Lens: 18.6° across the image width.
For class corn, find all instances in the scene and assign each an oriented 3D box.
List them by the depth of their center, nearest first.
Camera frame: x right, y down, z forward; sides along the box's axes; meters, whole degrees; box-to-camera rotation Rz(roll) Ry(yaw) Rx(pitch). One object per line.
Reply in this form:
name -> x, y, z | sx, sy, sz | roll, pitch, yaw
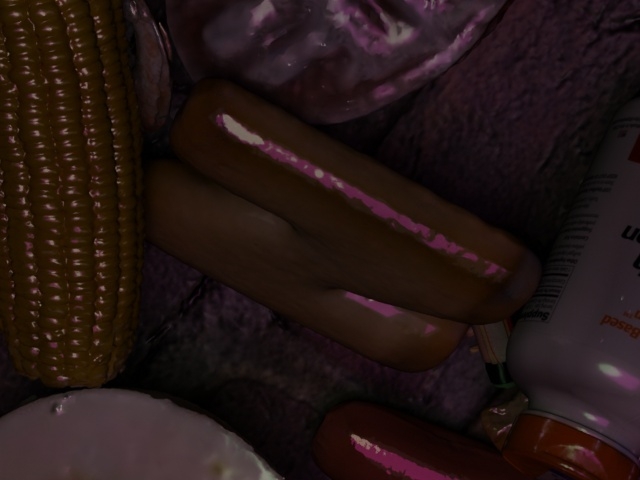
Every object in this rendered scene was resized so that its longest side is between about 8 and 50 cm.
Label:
corn -> -0.193, -0.058, 1.414 | 0.131, 0.131, 0.344 | -3, 115, 0

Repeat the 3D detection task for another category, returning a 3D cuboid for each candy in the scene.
candy -> 0.029, -0.208, 1.408 | 0.289, 0.157, 0.214 | -32, 92, 16

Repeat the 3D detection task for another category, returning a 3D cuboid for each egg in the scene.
egg -> -0.144, 0.261, 1.539 | 0.337, 0.201, 0.337 | 0, 92, 9

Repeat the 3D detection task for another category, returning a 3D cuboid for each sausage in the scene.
sausage -> 0.086, 0.186, 1.585 | 0.194, 0.077, 0.077 | 20, 107, -7

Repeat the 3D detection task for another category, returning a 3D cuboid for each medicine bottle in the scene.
medicine bottle -> 0.235, 0.049, 1.438 | 0.157, 0.157, 0.288 | 29, 76, -10

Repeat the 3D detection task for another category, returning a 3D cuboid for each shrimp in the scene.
shrimp -> -0.165, -0.182, 1.442 | 0.047, 0.126, 0.223 | -31, 105, -33

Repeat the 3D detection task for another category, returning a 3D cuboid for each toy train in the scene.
toy train -> 0.151, 0.059, 1.556 | 0.087, 0.050, 0.138 | -17, 109, 10

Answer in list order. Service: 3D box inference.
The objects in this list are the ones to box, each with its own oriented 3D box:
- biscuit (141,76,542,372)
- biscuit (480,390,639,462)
biscuit -> 0.000, 0.000, 1.458 | 0.291, 0.237, 0.062 | 30, 62, -10
biscuit -> 0.252, 0.119, 1.556 | 0.228, 0.031, 0.176 | -38, 127, 8
